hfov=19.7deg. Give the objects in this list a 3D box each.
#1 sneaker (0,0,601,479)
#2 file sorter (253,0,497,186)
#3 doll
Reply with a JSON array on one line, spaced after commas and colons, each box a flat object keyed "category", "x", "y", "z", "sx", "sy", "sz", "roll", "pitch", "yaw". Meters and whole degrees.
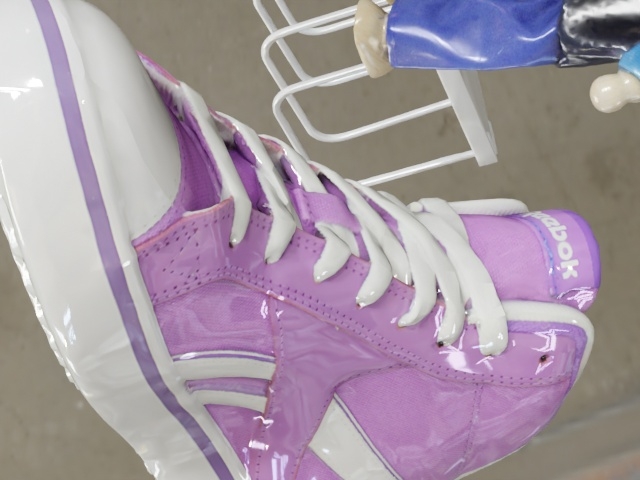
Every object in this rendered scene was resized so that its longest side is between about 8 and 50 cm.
[{"category": "sneaker", "x": 0.000, "y": -0.001, "z": 0.558, "sx": 0.161, "sy": 0.102, "sz": 0.282, "roll": -23, "pitch": 148, "yaw": 1}, {"category": "file sorter", "x": 0.039, "y": -0.209, "z": 1.705, "sx": 0.173, "sy": 0.277, "sz": 0.193, "roll": -17, "pitch": 147, "yaw": 11}, {"category": "doll", "x": 0.112, "y": -0.107, "z": 0.751, "sx": 0.189, "sy": 0.129, "sz": 0.046, "roll": 1, "pitch": 154, "yaw": 20}]
